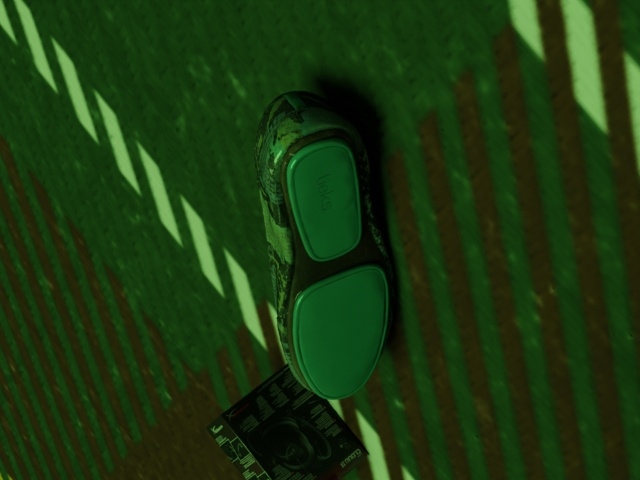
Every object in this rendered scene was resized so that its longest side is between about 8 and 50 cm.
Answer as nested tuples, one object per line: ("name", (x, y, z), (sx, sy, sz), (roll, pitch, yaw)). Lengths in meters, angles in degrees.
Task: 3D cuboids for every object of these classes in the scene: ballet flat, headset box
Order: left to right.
("headset box", (-0.018, 0.124, 1.024), (0.083, 0.062, 0.032), (51, 150, 2))
("ballet flat", (0.000, 0.000, 0.891), (0.070, 0.070, 0.188), (31, 141, 33))
